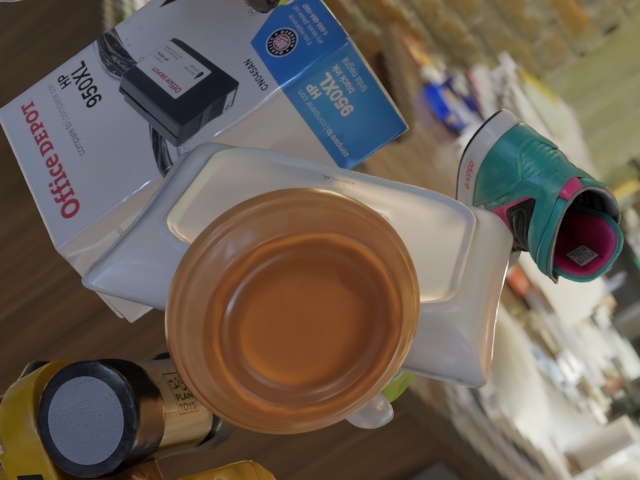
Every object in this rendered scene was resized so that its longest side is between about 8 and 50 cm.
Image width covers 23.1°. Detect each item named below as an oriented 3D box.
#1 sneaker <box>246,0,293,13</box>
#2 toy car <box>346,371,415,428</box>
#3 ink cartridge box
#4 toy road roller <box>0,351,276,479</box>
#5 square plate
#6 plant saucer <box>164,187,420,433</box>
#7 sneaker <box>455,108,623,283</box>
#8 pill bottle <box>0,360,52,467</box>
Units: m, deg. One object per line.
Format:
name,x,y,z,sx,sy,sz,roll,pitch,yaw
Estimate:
sneaker,-0.042,-0.347,1.497,0.121,0.111,0.300,-3,66,-31
toy car,0.055,0.105,1.736,0.136,0.159,0.182,31,-26,29
ink cartridge box,-0.144,-0.138,1.797,0.166,0.395,0.285,51,4,-45
toy road roller,-0.166,0.256,1.316,0.329,0.241,0.202,65,21,11
square plate,0.000,0.000,1.423,0.347,0.049,0.344,14,25,5
plant saucer,-0.017,0.060,1.181,0.200,0.200,0.037,48,1,-24
sneaker,0.250,-0.011,1.755,0.178,0.124,0.295,41,-17,23
pill bottle,-0.323,0.242,1.671,0.123,0.123,0.219,46,51,-28
